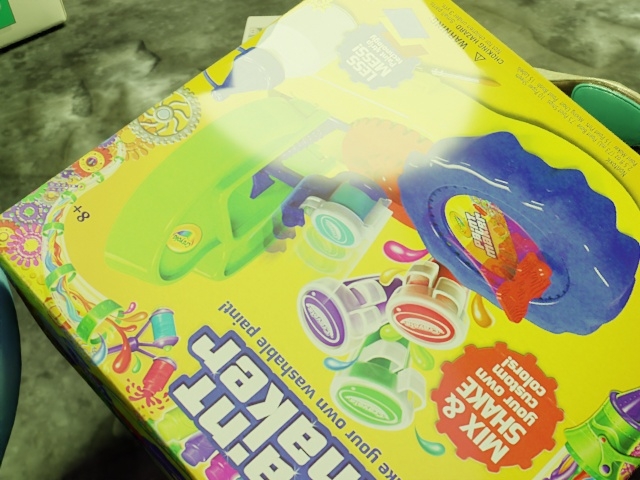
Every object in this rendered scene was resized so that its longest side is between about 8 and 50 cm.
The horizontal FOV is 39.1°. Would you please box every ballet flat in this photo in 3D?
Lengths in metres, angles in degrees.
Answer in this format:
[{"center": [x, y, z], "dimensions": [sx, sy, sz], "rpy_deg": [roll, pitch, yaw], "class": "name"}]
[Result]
[{"center": [0.221, -0.128, 0.792], "dimensions": [0.168, 0.057, 0.052], "rpy_deg": [20, 43, 22], "class": "ballet flat"}]

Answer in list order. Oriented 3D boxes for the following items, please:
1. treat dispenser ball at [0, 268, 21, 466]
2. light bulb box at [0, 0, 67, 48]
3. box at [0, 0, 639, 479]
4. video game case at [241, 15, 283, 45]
[{"center": [-0.300, 0.069, 0.449], "dimensions": [0.288, 0.288, 0.288], "rpy_deg": [-3, 48, 3], "class": "treat dispenser ball"}, {"center": [-0.519, -0.322, 0.926], "dimensions": [0.361, 0.225, 0.358], "rpy_deg": [-30, 51, -21], "class": "light bulb box"}, {"center": [0.031, 0.045, 0.506], "dimensions": [0.279, 0.177, 0.290], "rpy_deg": [-40, 73, -19], "class": "box"}, {"center": [-0.010, -0.169, 0.874], "dimensions": [0.143, 0.019, 0.157], "rpy_deg": [0, 48, 6], "class": "video game case"}]
